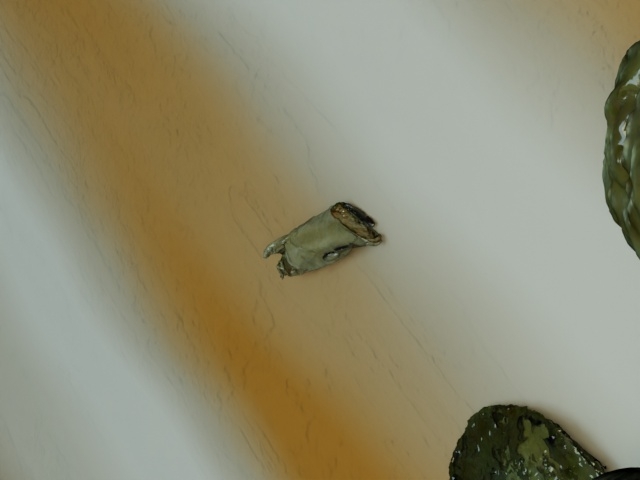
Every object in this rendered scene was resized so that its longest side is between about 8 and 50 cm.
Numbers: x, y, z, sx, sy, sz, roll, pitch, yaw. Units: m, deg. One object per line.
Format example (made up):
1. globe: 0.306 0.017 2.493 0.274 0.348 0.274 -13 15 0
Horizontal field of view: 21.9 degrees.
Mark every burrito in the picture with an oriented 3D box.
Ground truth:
1. burrito: 0.000 0.000 1.642 0.149 0.041 0.055 -25 88 46

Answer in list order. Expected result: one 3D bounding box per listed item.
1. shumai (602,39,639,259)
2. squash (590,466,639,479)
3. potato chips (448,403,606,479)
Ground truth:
1. shumai: 0.288 0.041 1.061 0.292 0.330 0.288 23 97 2
2. squash: 0.271 0.229 1.216 0.193 0.193 0.155 -26 92 49
3. potato chips: 0.183 0.240 1.448 0.220 0.029 0.202 -24 73 54
